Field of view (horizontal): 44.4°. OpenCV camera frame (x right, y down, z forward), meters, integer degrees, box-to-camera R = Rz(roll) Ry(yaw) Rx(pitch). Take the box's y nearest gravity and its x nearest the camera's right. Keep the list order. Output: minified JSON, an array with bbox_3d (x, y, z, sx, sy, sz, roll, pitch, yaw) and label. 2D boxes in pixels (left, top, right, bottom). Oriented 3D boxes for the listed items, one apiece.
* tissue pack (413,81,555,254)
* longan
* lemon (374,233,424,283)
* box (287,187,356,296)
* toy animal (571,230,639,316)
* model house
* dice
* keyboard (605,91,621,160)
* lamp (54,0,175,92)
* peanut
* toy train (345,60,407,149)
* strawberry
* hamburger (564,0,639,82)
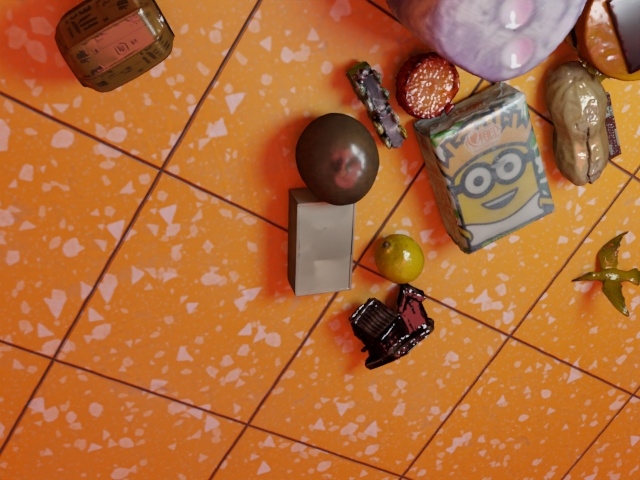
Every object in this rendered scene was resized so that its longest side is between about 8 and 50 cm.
[{"bbox_3d":[0.355,-0.156,1.705,0.228,0.128,0.311,-27,121,-4],"label":"tissue pack"},{"bbox_3d":[0.035,-0.163,1.587,0.167,0.167,0.187,-13,84,-9],"label":"longan"},{"bbox_3d":[0.177,0.041,1.768,0.109,0.109,0.133,-44,134,9],"label":"lemon"},{"bbox_3d":[0.000,0.000,1.708,0.129,0.086,0.225,-5,118,-14],"label":"box"},{"bbox_3d":[0.719,0.101,1.971,0.155,0.219,0.095,-18,149,36],"label":"toy animal"},{"bbox_3d":[0.165,0.187,1.851,0.203,0.141,0.164,-37,100,-19],"label":"model house"},{"bbox_3d":[0.295,-0.470,1.418,0.271,0.270,0.270,20,122,-31],"label":"dice"},{"bbox_3d":[0.655,-0.257,1.804,0.055,0.017,0.166,-26,121,-2],"label":"keyboard"},{"bbox_3d":[-0.361,-0.359,1.381,0.185,0.161,0.161,-29,121,-1],"label":"lamp"},{"bbox_3d":[0.567,-0.251,1.721,0.130,0.130,0.290,-22,123,-4],"label":"peanut"},{"bbox_3d":[0.117,-0.274,1.607,0.060,0.081,0.202,-30,128,2],"label":"toy train"},{"bbox_3d":[0.214,-0.320,1.604,0.145,0.086,0.145,-7,120,-13],"label":"strawberry"},{"bbox_3d":[0.615,-0.466,1.565,0.291,0.225,0.291,-3,118,-6],"label":"hamburger"}]
